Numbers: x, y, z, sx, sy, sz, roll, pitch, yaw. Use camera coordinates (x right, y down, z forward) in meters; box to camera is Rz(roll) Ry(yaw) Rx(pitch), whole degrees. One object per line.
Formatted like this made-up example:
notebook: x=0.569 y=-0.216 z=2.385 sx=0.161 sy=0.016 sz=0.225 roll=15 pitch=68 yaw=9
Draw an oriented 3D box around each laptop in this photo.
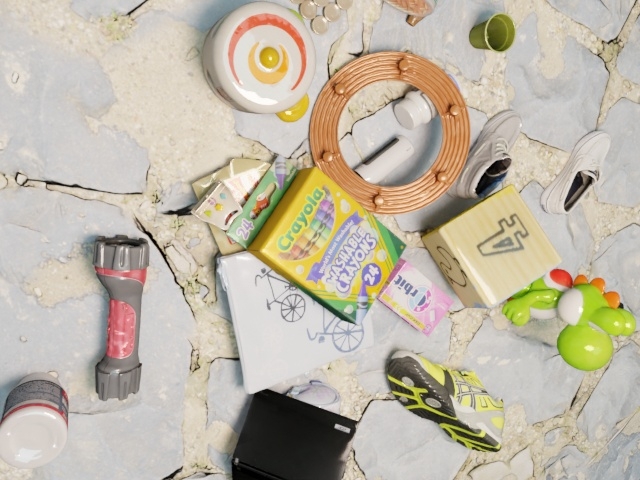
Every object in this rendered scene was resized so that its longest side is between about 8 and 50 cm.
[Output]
laptop: x=-0.059 y=0.481 z=1.229 sx=0.234 sy=0.136 sz=0.264 roll=16 pitch=130 yaw=14

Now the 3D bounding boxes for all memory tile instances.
memory tile: x=0.012 y=-0.494 z=1.127 sx=0.148 sy=0.012 sz=0.113 roll=-46 pitch=115 yaw=-6

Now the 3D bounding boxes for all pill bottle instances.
pill bottle: x=0.232 y=-0.302 z=1.227 sx=0.137 sy=0.078 sz=0.078 roll=-36 pitch=113 yaw=-11
pill bottle: x=-0.501 y=0.305 z=1.001 sx=0.108 sy=0.180 sz=0.108 roll=-5 pitch=104 yaw=-22

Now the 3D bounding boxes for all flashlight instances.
flashlight: x=-0.377 y=0.146 z=1.060 sx=0.103 sy=0.103 sz=0.304 roll=3 pitch=100 yaw=-25

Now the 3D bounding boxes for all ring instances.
ring: x=0.145 y=-0.220 z=1.169 sx=0.336 sy=0.032 sz=0.337 roll=0 pitch=96 yaw=-1

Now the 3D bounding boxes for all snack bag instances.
snack bag: x=-0.040 y=0.143 z=1.222 sx=0.342 sy=0.037 sz=0.323 roll=-17 pitch=110 yaw=-26

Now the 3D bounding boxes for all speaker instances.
speaker: x=0.136 y=-0.167 z=1.231 sx=0.136 sy=0.055 sz=0.055 roll=-38 pitch=114 yaw=-10

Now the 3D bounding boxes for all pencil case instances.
pencil case: x=-0.019 y=0.461 z=1.279 sx=0.124 sy=0.113 sz=0.273 roll=1 pitch=102 yaw=-4

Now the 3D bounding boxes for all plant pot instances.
plant pot: x=0.371 y=-0.451 z=1.251 sx=0.083 sy=0.079 sz=0.083 roll=-5 pitch=103 yaw=-22

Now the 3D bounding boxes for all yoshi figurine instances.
yoshi figurine: x=0.534 y=0.178 z=1.309 sx=0.203 sy=0.362 sz=0.203 roll=-30 pitch=112 yaw=-15

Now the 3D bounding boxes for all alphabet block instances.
alphabet block: x=0.369 y=0.019 z=1.254 sx=0.193 sy=0.192 sz=0.197 roll=-32 pitch=85 yaw=-6

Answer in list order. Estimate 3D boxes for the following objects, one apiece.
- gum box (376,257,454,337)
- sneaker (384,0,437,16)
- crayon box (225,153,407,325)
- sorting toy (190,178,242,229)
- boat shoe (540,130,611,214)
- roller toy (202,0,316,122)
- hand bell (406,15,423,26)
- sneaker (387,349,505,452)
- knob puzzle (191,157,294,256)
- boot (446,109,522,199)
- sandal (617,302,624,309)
gum box: x=0.215 y=0.134 z=1.329 sx=0.188 sy=0.062 sz=0.107 roll=38 pitch=86 yaw=-25
sneaker: x=0.126 y=-0.566 z=1.098 sx=0.302 sy=0.108 sz=0.121 roll=32 pitch=80 yaw=-24
crayon box: x=0.000 y=0.000 z=1.143 sx=0.323 sy=0.083 sz=0.203 roll=38 pitch=75 yaw=-23
sorting toy: x=-0.191 y=-0.061 z=1.080 sx=0.075 sy=0.045 sz=0.083 roll=42 pitch=84 yaw=-12
boat shoe: x=0.668 y=-0.166 z=1.439 sx=0.095 sy=0.084 sz=0.258 roll=36 pitch=87 yaw=-25
roller toy: x=-0.111 y=-0.326 z=1.039 sx=0.191 sy=0.146 sz=0.209 roll=-1 pitch=103 yaw=-22
hand bell: x=0.259 y=-0.555 z=1.185 sx=0.126 sy=0.126 sz=0.242 roll=31 pitch=102 yaw=-26
sneaker: x=0.312 y=0.374 z=1.408 sx=0.384 sy=0.145 sz=0.147 roll=43 pitch=53 yaw=-23
knob puzzle: x=-0.140 y=-0.077 z=1.148 sx=0.213 sy=0.030 sz=0.213 roll=-5 pitch=104 yaw=-22
boot: x=0.404 y=-0.191 z=1.300 sx=0.095 sy=0.123 sz=0.258 roll=42 pitch=84 yaw=-25
sandal: x=0.796 y=0.208 z=1.611 sx=0.179 sy=0.040 sz=0.067 roll=-7 pitch=111 yaw=-36
